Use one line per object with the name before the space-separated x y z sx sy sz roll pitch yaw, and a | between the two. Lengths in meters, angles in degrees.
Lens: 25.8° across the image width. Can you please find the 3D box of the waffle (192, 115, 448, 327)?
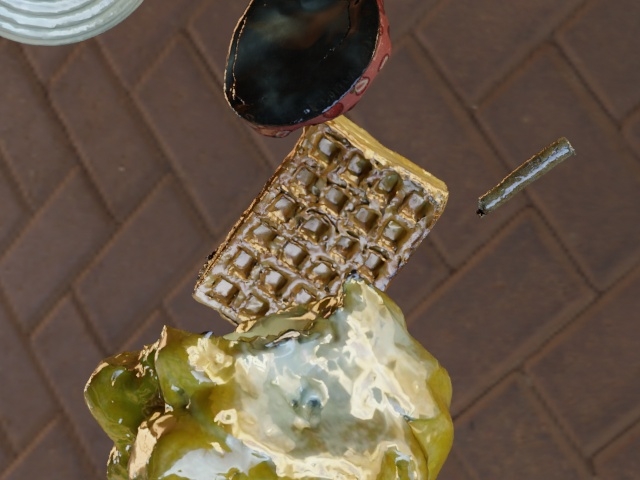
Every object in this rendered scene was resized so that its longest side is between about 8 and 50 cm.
waffle | 0.000 0.000 1.793 0.213 0.091 0.308 33 108 -11

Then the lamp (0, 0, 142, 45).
lamp | -0.127 -0.147 0.668 0.193 0.106 0.106 -130 53 -78

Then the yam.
yam | 0.225 -0.069 1.563 0.129 0.033 0.027 -37 109 5

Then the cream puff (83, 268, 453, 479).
cream puff | -0.045 0.196 1.339 0.270 0.323 0.274 -49 58 57

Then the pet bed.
pet bed | -0.016 -0.203 1.471 0.201 0.053 0.201 -12 64 26
